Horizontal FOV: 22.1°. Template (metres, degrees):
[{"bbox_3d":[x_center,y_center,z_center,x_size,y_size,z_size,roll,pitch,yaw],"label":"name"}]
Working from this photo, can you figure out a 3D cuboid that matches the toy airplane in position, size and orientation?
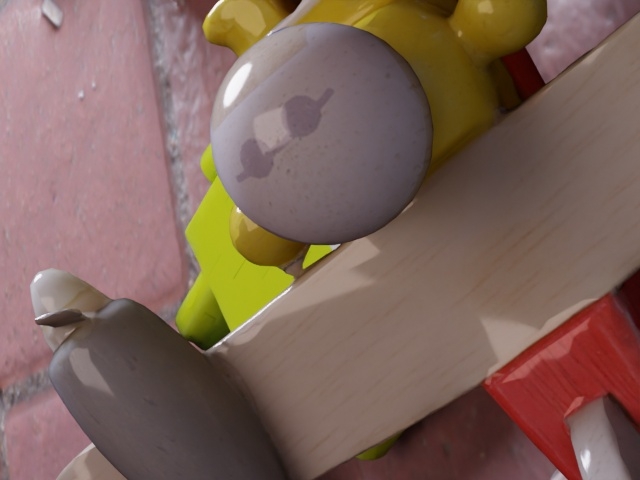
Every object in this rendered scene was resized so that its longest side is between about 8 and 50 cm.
[{"bbox_3d":[0.055,-0.008,0.703,0.384,0.272,0.386,12,90,30],"label":"toy airplane"}]

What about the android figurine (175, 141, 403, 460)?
[{"bbox_3d":[0.000,0.000,0.974,0.273,0.056,0.248,-57,47,36],"label":"android figurine"}]
